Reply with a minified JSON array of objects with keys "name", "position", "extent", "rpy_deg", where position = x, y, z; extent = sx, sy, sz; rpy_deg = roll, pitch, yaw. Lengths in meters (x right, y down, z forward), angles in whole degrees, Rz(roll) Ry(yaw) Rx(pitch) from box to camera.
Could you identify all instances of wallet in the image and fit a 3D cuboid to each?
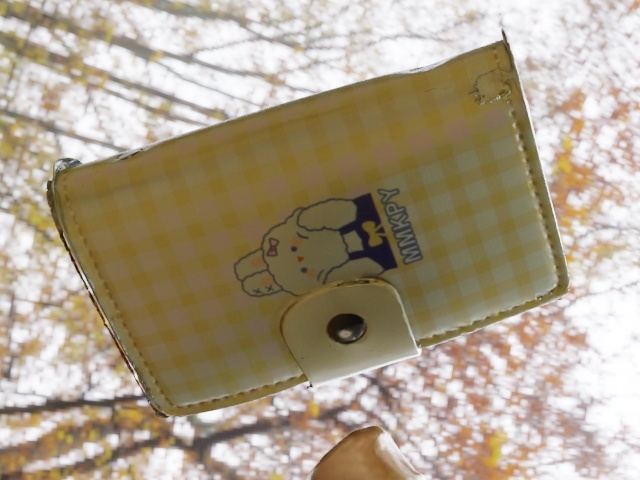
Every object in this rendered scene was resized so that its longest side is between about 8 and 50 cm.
[{"name":"wallet","position":[0.000,0.000,0.940],"extent":[0.309,0.223,0.077],"rpy_deg":[-15,-149,9]}]

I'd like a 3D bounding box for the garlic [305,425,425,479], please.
[{"name":"garlic","position":[0.084,0.223,0.803],"extent":[0.217,0.228,0.110],"rpy_deg":[23,-117,18]}]
